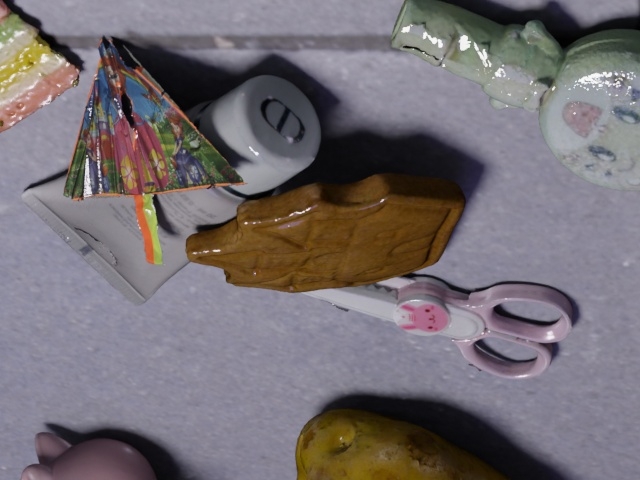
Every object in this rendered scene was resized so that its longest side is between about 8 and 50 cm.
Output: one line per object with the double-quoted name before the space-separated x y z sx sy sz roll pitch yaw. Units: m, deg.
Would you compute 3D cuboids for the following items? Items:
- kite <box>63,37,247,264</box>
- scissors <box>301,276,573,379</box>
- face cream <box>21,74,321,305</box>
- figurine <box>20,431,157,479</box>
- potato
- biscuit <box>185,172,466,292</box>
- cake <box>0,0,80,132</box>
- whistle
"kite" -0.140 -0.067 1.457 0.241 0.014 0.183 4 108 47
"scissors" 0.091 0.056 1.608 0.242 0.030 0.118 16 140 -6
"face cream" -0.121 -0.038 1.520 0.143 0.089 0.314 44 138 -15
"figurine" -0.184 0.310 1.900 0.287 0.176 0.186 22 117 -32
"potato" 0.120 0.289 1.788 0.369 0.176 0.195 36 110 -30
"biscuit" 0.000 0.002 1.488 0.215 0.034 0.182 -6 157 -10
"cake" -0.308 -0.126 1.505 0.225 0.090 0.109 -30 124 18
"whistle" 0.175 -0.113 1.354 0.258 0.067 0.126 22 134 -2
